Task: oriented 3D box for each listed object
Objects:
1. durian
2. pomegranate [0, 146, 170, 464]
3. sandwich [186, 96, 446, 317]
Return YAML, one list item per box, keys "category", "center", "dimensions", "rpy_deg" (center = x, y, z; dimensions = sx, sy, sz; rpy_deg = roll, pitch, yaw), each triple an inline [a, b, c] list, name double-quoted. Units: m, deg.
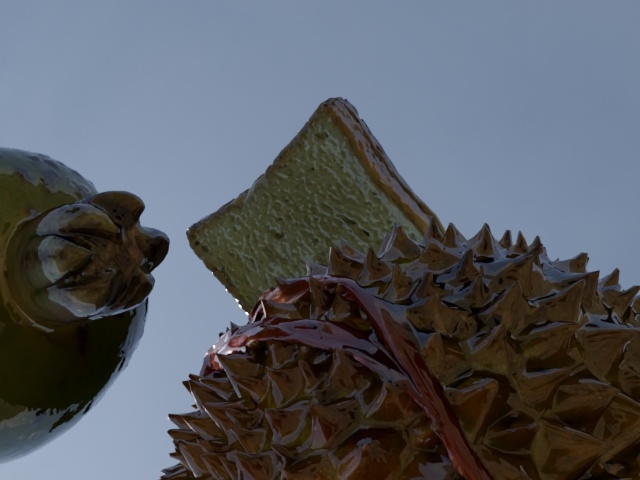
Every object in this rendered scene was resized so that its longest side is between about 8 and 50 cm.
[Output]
- category: "durian"
  center: [0.076, 0.160, 0.514]
  dimensions: [0.384, 0.347, 0.348]
  rpy_deg: [0, -98, -57]
- category: "pomegranate"
  center: [-0.181, 0.030, 0.516]
  dimensions: [0.202, 0.247, 0.202]
  rpy_deg: [21, -119, -46]
- category: "sandwich"
  center: [-0.001, 0.000, 1.126]
  dimensions: [0.249, 0.273, 0.095]
  rpy_deg: [50, -158, 3]
